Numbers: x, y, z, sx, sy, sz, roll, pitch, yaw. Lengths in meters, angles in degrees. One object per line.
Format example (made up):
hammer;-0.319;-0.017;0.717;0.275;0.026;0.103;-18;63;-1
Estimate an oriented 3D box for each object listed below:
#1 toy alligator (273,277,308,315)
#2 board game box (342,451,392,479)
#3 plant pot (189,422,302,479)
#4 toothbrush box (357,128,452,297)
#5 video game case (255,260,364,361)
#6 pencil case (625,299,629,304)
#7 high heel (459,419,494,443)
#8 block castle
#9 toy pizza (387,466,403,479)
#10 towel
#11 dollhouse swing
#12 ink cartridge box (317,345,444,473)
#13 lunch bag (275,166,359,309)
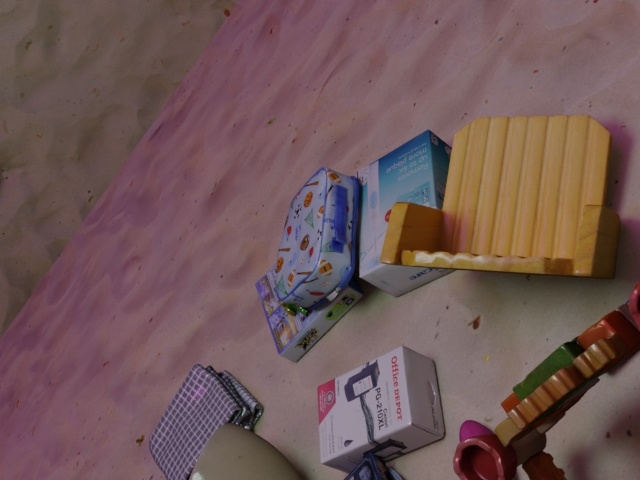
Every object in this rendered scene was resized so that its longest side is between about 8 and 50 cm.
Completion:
toy alligator;-0.086;0.124;1.892;0.056;0.051;0.190;-55;35;5
board game box;0.045;0.532;1.463;0.243;0.042;0.165;-49;23;11
plant pot;-0.139;0.535;1.620;0.191;0.284;0.284;12;70;15
toothbrush box;0.198;-0.057;1.724;0.216;0.126;0.295;-28;47;36
video game case;-0.034;0.119;1.932;0.244;0.061;0.269;-45;38;17
pencil case;0.483;0.145;1.277;0.151;0.070;0.064;-48;37;17
high heel;0.264;0.391;1.323;0.082;0.117;0.244;-40;40;25
block castle;0.396;0.265;1.005;0.303;0.213;0.453;54;129;24
toy pizza;0.096;0.527;1.502;0.201;0.032;0.201;-29;45;33
towel;-0.290;0.464;1.942;0.283;0.121;0.235;-58;36;1
dollhouse swing;0.326;-0.093;1.380;0.347;0.315;0.304;4;88;29
ink cartridge box;0.112;0.335;1.563;0.237;0.100;0.171;-33;44;32
lunch bag;0.000;0.000;1.785;0.243;0.115;0.303;-43;37;49
